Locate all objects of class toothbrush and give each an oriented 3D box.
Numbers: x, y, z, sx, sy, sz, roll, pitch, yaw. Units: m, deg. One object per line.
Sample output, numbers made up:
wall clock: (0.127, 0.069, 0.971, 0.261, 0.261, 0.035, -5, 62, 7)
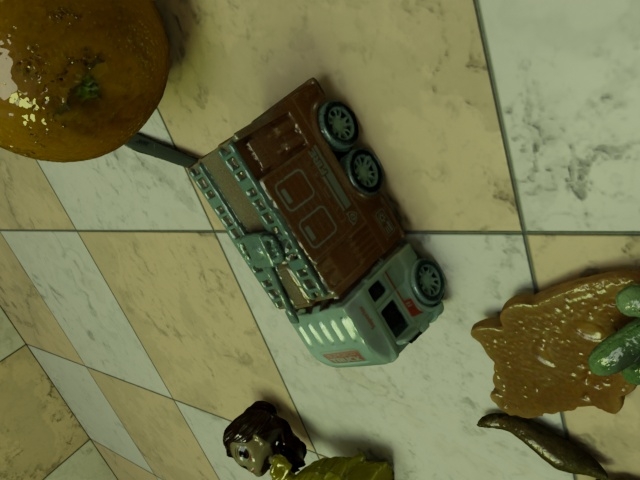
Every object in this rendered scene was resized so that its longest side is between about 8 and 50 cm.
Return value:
toothbrush: (-0.195, -0.116, 0.785, 0.297, 0.030, 0.030, 22, 107, 31)

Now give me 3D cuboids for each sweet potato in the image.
sweet potato: (0.261, 0.240, 0.642, 0.153, 0.038, 0.041, 19, 109, 34)

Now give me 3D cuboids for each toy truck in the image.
toy truck: (0.000, 0.000, 0.592, 0.136, 0.162, 0.305, -19, 107, 48)

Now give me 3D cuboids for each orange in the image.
orange: (-0.311, -0.222, 0.619, 0.274, 0.274, 0.274, 24, 134, 27)

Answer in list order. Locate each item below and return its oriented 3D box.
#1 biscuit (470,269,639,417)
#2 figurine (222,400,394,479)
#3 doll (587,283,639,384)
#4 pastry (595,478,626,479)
biscuit: (0.248, 0.111, 0.553, 0.162, 0.035, 0.250, 32, 138, 10)
figurine: (-0.045, 0.407, 0.947, 0.315, 0.168, 0.187, 17, 158, 31)
doll: (0.295, 0.074, 0.438, 0.115, 0.077, 0.150, 23, 128, -6)
pastry: (0.361, 0.300, 0.584, 0.140, 0.056, 0.080, -9, 118, 48)
